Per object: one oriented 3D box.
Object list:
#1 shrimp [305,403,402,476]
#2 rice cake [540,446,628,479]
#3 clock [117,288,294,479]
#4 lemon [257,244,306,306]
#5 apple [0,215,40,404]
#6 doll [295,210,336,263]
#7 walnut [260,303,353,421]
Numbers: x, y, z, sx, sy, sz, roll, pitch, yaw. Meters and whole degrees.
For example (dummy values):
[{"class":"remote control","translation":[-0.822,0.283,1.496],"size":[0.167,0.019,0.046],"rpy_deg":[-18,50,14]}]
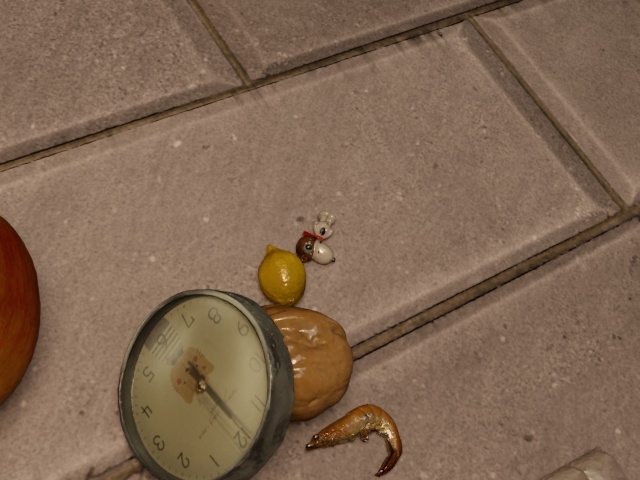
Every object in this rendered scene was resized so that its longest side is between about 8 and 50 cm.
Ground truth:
[{"class":"shrimp","translation":[0.043,0.251,1.076],"size":[0.127,0.025,0.091],"rpy_deg":[-11,65,-24]},{"class":"rice cake","translation":[0.386,0.404,1.065],"size":[0.106,0.050,0.298],"rpy_deg":[-20,67,-25]},{"class":"clock","translation":[-0.133,0.165,0.978],"size":[0.049,0.226,0.226],"rpy_deg":[21,43,-55]},{"class":"lemon","translation":[-0.051,0.046,1.150],"size":[0.065,0.065,0.092],"rpy_deg":[-11,66,-21]},{"class":"apple","translation":[-0.436,0.093,0.890],"size":[0.301,0.301,0.302],"rpy_deg":[7,58,-11]},{"class":"doll","translation":[-0.005,-0.005,1.209],"size":[0.058,0.040,0.085],"rpy_deg":[14,61,-22]},{"class":"walnut","translation":[-0.041,0.144,1.049],"size":[0.166,0.149,0.166],"rpy_deg":[16,30,-9]}]
